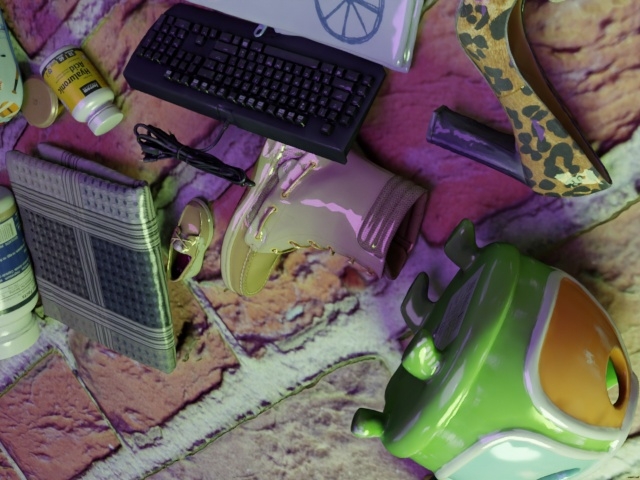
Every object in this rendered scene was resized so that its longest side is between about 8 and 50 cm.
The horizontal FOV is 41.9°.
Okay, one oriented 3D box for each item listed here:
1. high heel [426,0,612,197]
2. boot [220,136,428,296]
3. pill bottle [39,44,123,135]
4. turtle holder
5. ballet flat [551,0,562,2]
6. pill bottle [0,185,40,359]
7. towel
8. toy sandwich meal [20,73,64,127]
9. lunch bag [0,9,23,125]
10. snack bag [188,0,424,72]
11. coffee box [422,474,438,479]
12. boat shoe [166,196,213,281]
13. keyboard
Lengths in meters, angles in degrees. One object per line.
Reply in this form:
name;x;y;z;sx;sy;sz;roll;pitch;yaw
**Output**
high heel;0.213;-0.167;0.766;0.186;0.093;0.261;25;130;18
boot;0.000;0.000;0.991;0.203;0.095;0.262;34;118;17
pill bottle;-0.322;-0.203;1.137;0.116;0.065;0.065;52;131;1
turtle holder;0.171;0.162;0.863;0.227;0.243;0.320;27;119;0
ballet flat;0.222;-0.284;0.718;0.057;0.052;0.168;32;128;19
pill bottle;-0.553;0.054;1.372;0.153;0.153;0.265;10;118;31
towel;-0.341;0.021;1.263;0.324;0.056;0.312;17;124;35
toy sandwich meal;-0.408;-0.202;1.223;0.085;0.029;0.086;8;106;29
lunch bag;-0.583;-0.263;1.252;0.303;0.115;0.243;-12;98;38
snack bag;-0.031;-0.368;0.866;0.342;0.037;0.323;22;123;24
coffee box;0.184;0.331;1.020;0.184;0.113;0.040;-17;104;41
boat shoe;-0.184;0.004;1.156;0.050;0.045;0.135;29;127;20
keyboard;-0.100;-0.156;0.948;0.317;0.033;0.202;22;82;26
